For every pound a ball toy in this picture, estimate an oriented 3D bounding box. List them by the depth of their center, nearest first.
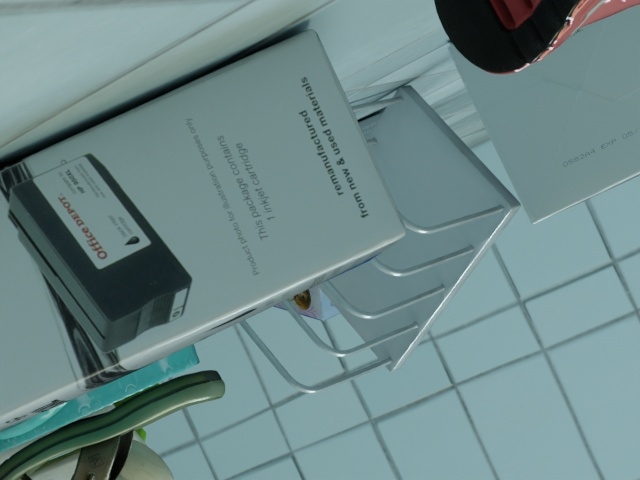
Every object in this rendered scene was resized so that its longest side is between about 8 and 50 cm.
[{"bbox_3d":[-0.320,0.239,1.854,0.319,0.136,0.208,-24,-152,23],"label":"pound a ball toy"}]

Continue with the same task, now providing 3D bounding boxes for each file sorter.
[{"bbox_3d":[0.041,0.004,1.711,0.173,0.193,0.277,-16,148,-47],"label":"file sorter"}]

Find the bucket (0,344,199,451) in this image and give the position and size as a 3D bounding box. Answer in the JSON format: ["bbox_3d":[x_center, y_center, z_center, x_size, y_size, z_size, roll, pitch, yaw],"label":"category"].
[{"bbox_3d":[-0.271,0.095,1.628,0.281,0.183,0.281,-25,178,-1],"label":"bucket"}]

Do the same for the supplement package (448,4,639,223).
[{"bbox_3d":[0.272,-0.149,1.619,0.199,0.198,0.263,-26,178,11],"label":"supplement package"}]

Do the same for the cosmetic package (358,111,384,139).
[{"bbox_3d":[0.040,-0.083,1.970,0.127,0.107,0.238,-23,175,-6],"label":"cosmetic package"}]

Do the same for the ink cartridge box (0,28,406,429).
[{"bbox_3d":[-0.157,0.015,1.181,0.395,0.166,0.285,-24,178,-4],"label":"ink cartridge box"}]

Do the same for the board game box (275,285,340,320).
[{"bbox_3d":[0.000,0.000,2.149,0.318,0.066,0.319,-23,-154,-39],"label":"board game box"}]

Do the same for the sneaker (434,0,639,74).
[{"bbox_3d":[0.208,-0.209,0.979,0.136,0.116,0.314,-36,-168,-38],"label":"sneaker"}]

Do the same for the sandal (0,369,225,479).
[{"bbox_3d":[-0.234,0.227,1.648,0.303,0.086,0.120,-24,178,8],"label":"sandal"}]
